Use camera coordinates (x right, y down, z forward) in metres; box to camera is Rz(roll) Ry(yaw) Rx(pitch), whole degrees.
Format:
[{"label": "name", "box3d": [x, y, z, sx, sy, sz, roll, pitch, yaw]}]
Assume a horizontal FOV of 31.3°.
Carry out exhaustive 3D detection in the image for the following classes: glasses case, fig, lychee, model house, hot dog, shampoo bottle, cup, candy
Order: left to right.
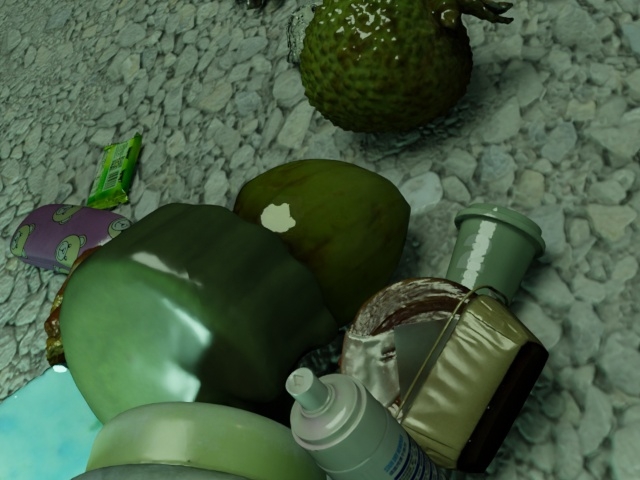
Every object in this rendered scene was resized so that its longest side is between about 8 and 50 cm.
[{"label": "model house", "box3d": [-0.374, 0.321, 1.576, 0.261, 0.226, 0.241, -36, -1, -2]}, {"label": "glasses case", "box3d": [-0.448, -0.003, 2.041, 0.316, 0.076, 0.123, 7, 56, 45]}, {"label": "hot dog", "box3d": [-0.322, 0.063, 1.638, 0.123, 0.093, 0.261, -33, 15, 43]}, {"label": "candy", "box3d": [-0.391, -0.125, 2.161, 0.102, 0.032, 0.178, -22, 41, 27]}, {"label": "shampoo bottle", "box3d": [-0.135, 0.352, 1.190, 0.322, 0.322, 0.317, -14, 54, 30]}, {"label": "fig", "box3d": [0.000, 0.000, 1.537, 0.271, 0.239, 0.239, -24, 30, -24]}, {"label": "shampoo bottle", "box3d": [0.056, 0.227, 1.170, 0.092, 0.303, 0.092, -23, 40, 21]}, {"label": "lychee", "box3d": [0.109, -0.290, 1.727, 0.270, 0.270, 0.320, -62, 9, -29]}, {"label": "cup", "box3d": [0.206, 0.034, 1.420, 0.120, 0.120, 0.141, 10, 71, 46]}]

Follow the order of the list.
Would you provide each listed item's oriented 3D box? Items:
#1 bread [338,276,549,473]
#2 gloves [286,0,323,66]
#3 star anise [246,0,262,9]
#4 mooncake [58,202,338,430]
[{"label": "bread", "box3d": [0.129, 0.144, 1.299, 0.212, 0.142, 0.224, 30, 91, 32]}, {"label": "gloves", "box3d": [-0.022, -0.375, 2.077, 0.114, 0.070, 0.153, -26, 40, 17]}, {"label": "star anise", "box3d": [-0.102, -0.557, 2.339, 0.197, 0.073, 0.212, -44, 39, -1]}, {"label": "mooncake", "box3d": [-0.150, 0.126, 1.409, 0.351, 0.351, 0.187, -5, 27, 37]}]
